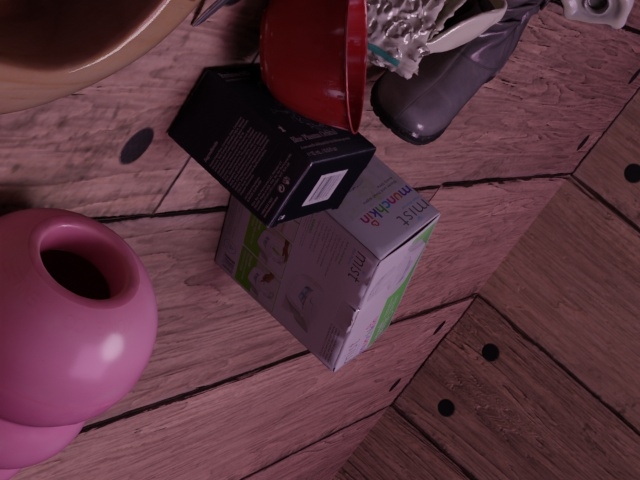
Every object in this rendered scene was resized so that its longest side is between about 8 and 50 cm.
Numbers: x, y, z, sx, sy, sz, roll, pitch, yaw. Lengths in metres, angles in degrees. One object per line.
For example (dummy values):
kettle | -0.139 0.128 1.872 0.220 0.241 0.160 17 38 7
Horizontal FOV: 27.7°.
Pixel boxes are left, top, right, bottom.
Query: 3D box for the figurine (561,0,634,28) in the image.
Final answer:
figurine | 0.352 -0.408 1.635 0.215 0.092 0.209 68 30 -45

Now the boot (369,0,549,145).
boot | 0.205 -0.276 1.723 0.223 0.118 0.338 -50 179 43

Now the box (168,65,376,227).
box | -0.050 -0.107 1.406 0.093 0.158 0.156 -56 163 25

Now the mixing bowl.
mixing bowl | -0.008 -0.201 1.351 0.181 0.098 0.182 1 90 -82

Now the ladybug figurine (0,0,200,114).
ladybug figurine | -0.201 -0.222 0.754 0.305 0.162 0.449 -52 164 12

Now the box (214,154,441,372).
box | 0.000 0.000 1.650 0.126 0.231 0.262 -37 159 -34

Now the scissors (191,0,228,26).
scissors | -0.023 -0.277 1.167 0.297 0.021 0.109 -33 -174 21

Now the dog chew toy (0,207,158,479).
dog chew toy | -0.296 0.122 1.250 0.206 0.207 0.332 -26 161 -53

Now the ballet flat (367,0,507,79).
ballet flat | 0.191 -0.327 1.581 0.409 0.147 0.147 -42 162 -24
